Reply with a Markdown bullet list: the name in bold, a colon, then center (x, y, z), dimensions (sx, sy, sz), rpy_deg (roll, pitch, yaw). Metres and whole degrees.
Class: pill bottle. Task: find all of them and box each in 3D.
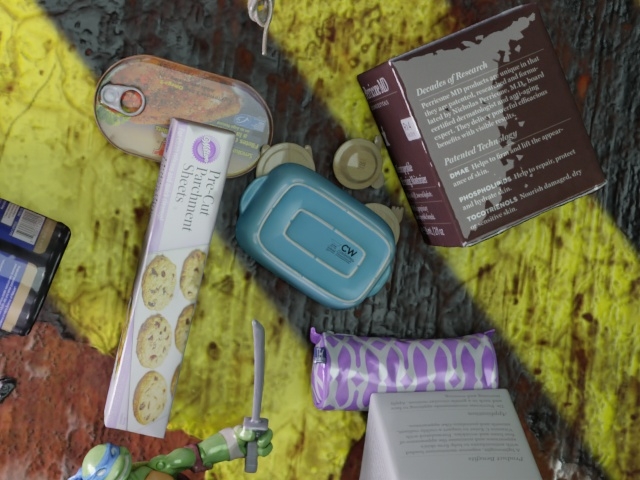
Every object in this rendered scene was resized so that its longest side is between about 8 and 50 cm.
- **pill bottle**: center (-0.369, 0.001, 1.522), dimensions (0.219, 0.123, 0.123), rpy_deg (23, 86, -9)

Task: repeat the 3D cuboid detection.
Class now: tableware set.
- **tableware set**: center (0.007, -0.040, 1.633), dimensions (0.169, 0.020, 0.141), rpy_deg (-7, 103, -15)

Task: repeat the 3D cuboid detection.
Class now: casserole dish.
- **casserole dish**: center (0.000, 0.000, 1.609), dimensions (0.188, 0.037, 0.114), rpy_deg (34, 91, -21)

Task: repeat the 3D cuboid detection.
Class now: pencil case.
- **pencil case**: center (0.086, 0.137, 1.630), dimensions (0.206, 0.086, 0.088), rpy_deg (3, 57, -11)

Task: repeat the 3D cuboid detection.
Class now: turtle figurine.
- **turtle figurine**: center (-0.090, 0.279, 1.507), dimensions (0.275, 0.198, 0.266), rpy_deg (-34, 120, 15)

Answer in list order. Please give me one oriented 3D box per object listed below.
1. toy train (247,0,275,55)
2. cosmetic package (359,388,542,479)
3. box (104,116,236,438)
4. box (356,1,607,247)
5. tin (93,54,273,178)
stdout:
- **toy train**: center (-0.109, -0.324, 1.583), dimensions (0.143, 0.105, 0.248), rpy_deg (8, 89, 0)
- **cosmetic package**: center (0.131, 0.266, 1.559), dimensions (0.151, 0.183, 0.151), rpy_deg (0, 125, -9)
- **box**: center (-0.156, 0.038, 1.571), dimensions (0.067, 0.063, 0.324), rpy_deg (13, 96, -11)
- **box**: center (0.163, -0.116, 1.594), dimensions (0.167, 0.168, 0.203), rpy_deg (-24, 94, -9)
- **tin**: center (-0.144, -0.127, 1.606), dimensions (0.190, 0.040, 0.106), rpy_deg (16, 84, -11)
